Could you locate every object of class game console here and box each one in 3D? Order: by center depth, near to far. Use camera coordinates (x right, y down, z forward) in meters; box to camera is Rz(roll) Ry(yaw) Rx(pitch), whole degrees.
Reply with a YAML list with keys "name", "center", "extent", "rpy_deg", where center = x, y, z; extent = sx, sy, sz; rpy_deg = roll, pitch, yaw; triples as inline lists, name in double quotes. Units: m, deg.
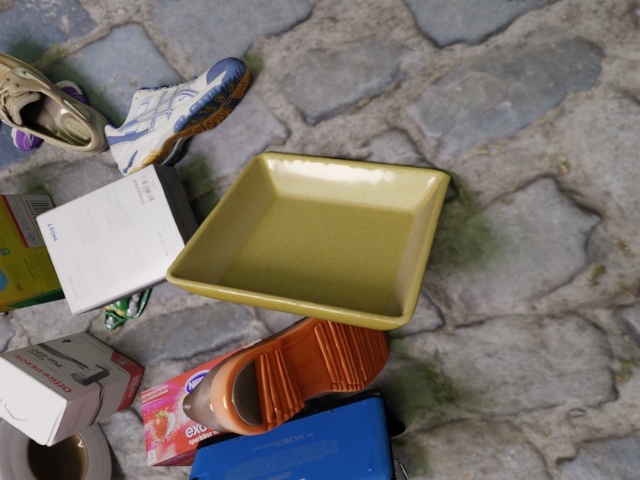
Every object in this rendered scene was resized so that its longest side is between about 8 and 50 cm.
- name: "game console"
  center: [-0.021, 0.342, 0.822]
  extent: [0.293, 0.250, 0.173]
  rpy_deg: [-20, 114, 9]

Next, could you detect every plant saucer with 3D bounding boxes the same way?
- name: "plant saucer"
  center: [0.000, 0.000, 0.841]
  extent: [0.333, 0.332, 0.081]
  rpy_deg: [9, 131, 17]

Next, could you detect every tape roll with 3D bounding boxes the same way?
- name: "tape roll"
  center: [-0.528, 0.421, 1.023]
  extent: [0.169, 0.246, 0.246]
  rpy_deg: [-31, 84, 16]

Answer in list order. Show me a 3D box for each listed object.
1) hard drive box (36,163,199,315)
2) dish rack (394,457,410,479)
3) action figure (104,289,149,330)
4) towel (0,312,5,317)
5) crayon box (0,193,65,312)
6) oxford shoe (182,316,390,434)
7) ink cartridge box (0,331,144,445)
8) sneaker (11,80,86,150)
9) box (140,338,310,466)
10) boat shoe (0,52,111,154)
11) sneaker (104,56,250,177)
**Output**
- name: "hard drive box"
  center: [-0.329, 0.000, 0.960]
  extent: [0.232, 0.089, 0.181]
  rpy_deg: [-21, 88, 11]
- name: "dish rack"
  center: [0.086, 0.476, 0.907]
  extent: [0.208, 0.074, 0.271]
  rpy_deg: [-22, 102, 16]
- name: "action figure"
  center: [-0.355, 0.062, 1.049]
  extent: [0.137, 0.063, 0.232]
  rpy_deg: [21, 103, 11]
- name: "towel"
  center: [-0.800, 0.098, 1.094]
  extent: [0.284, 0.235, 0.121]
  rpy_deg: [3, 91, 16]
- name: "crayon box"
  center: [-0.568, 0.021, 0.973]
  extent: [0.081, 0.318, 0.202]
  rpy_deg: [-29, 84, 16]
- name: "oxford shoe"
  center: [-0.033, 0.173, 0.826]
  extent: [0.133, 0.364, 0.129]
  rpy_deg: [-20, 82, 42]
- name: "ink cartridge box"
  center: [-0.445, 0.250, 1.001]
  extent: [0.159, 0.218, 0.092]
  rpy_deg: [26, 100, 14]
- name: "sneaker"
  center: [-0.512, -0.225, 1.076]
  extent: [0.170, 0.068, 0.071]
  rpy_deg: [-41, 87, 14]
- name: "box"
  center: [-0.159, 0.276, 0.948]
  extent: [0.257, 0.123, 0.128]
  rpy_deg: [-26, 60, 17]
- name: "boat shoe"
  center: [-0.518, -0.245, 0.997]
  extent: [0.302, 0.098, 0.109]
  rpy_deg: [30, 98, -9]
- name: "sneaker"
  center: [-0.258, -0.230, 0.974]
  extent: [0.296, 0.112, 0.131]
  rpy_deg: [-37, 82, 15]
